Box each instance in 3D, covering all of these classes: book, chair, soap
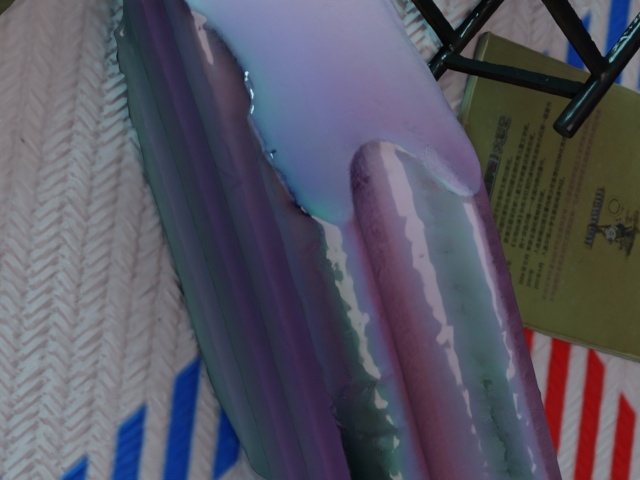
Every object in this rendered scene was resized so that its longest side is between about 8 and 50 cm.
[{"bbox_3d":[0.160,-0.022,0.886,0.192,0.013,0.168,18,85,-26],"label":"book"},{"bbox_3d":[0.137,-0.207,0.780,0.260,0.154,0.141,-51,126,-12],"label":"chair"},{"bbox_3d":[0.000,0.000,0.711,0.109,0.193,0.324,-22,101,-25],"label":"soap"}]

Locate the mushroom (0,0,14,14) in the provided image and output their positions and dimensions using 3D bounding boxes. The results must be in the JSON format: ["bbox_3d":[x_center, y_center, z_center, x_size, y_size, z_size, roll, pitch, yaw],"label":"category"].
[{"bbox_3d":[-0.154,-0.188,0.682,0.107,0.087,0.333,25,87,-52],"label":"mushroom"}]
